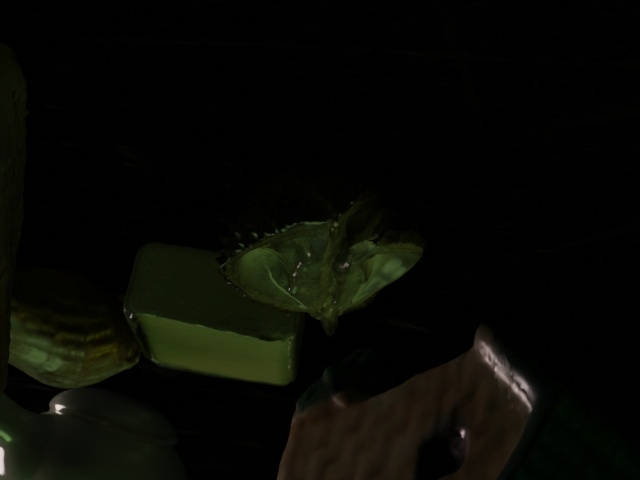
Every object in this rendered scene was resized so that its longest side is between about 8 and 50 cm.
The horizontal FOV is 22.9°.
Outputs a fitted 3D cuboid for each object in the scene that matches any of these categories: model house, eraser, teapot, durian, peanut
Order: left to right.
[{"bbox_3d":[-0.221,0.055,1.148,0.207,0.087,0.087,19,162,-35],"label":"peanut"},{"bbox_3d":[-0.264,0.216,1.623,0.220,0.149,0.318,10,168,28],"label":"teapot"},{"bbox_3d":[-0.071,0.055,1.112,0.117,0.058,0.172,9,165,2],"label":"eraser"},{"bbox_3d":[0.003,-0.001,0.850,0.110,0.071,0.140,3,151,5],"label":"durian"},{"bbox_3d":[0.202,0.229,1.192,0.382,0.334,0.343,37,133,-29],"label":"model house"}]

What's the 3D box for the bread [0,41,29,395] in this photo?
[{"bbox_3d":[-0.308,-0.020,0.792,0.324,0.143,0.333,13,161,-7],"label":"bread"}]
